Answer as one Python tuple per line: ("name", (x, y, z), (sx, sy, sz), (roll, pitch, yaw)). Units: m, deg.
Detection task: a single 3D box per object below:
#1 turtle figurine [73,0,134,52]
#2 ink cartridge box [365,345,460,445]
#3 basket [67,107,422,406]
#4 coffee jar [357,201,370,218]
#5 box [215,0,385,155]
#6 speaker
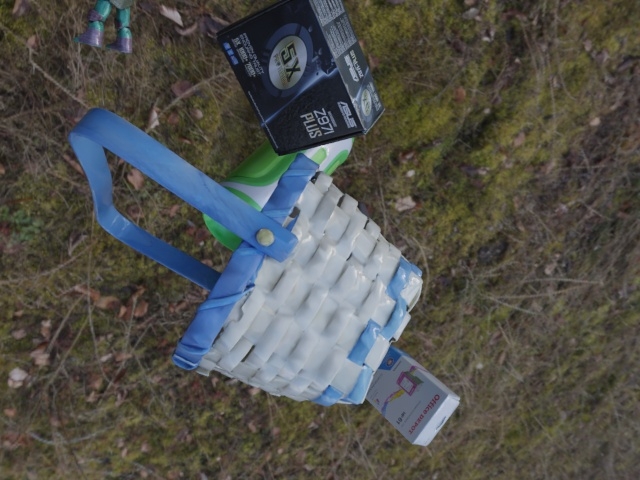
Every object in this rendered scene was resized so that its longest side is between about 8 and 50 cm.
("turtle figurine", (-0.408, -0.494, 0.955), (0.175, 0.118, 0.233), (-3, 112, -43))
("ink cartridge box", (0.130, 0.230, 0.738), (0.088, 0.122, 0.052), (-55, 140, 1))
("basket", (-0.081, 0.022, 0.453), (0.289, 0.255, 0.200), (30, 70, -10))
("coffee jar", (0.000, 0.000, 0.840), (0.185, 0.096, 0.079), (-17, 171, 3))
("box", (-0.023, -0.216, 0.637), (0.148, 0.077, 0.180), (-7, 122, 35))
("speaker", (-0.059, -0.110, 0.807), (0.296, 0.131, 0.131), (-52, 145, -37))
